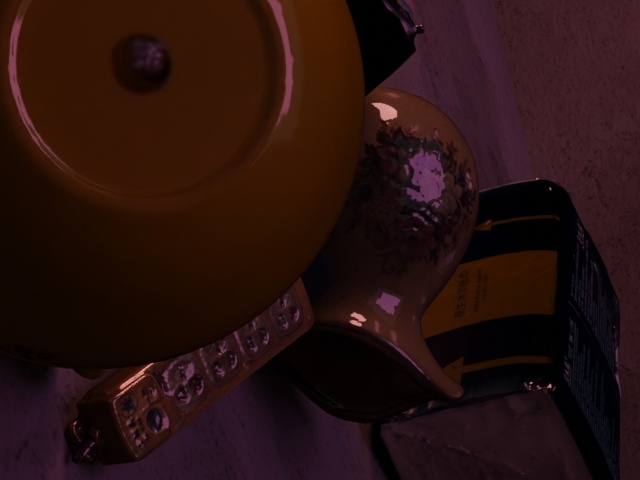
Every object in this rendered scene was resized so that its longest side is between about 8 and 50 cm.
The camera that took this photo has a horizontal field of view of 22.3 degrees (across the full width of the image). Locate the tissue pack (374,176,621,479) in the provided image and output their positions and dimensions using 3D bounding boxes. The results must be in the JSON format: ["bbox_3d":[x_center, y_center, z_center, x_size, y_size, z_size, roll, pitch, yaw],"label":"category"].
[{"bbox_3d":[0.227,0.158,1.987,0.416,0.253,0.264,-80,147,-52],"label":"tissue pack"}]

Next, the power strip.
[{"bbox_3d":[-0.096,0.098,1.307,0.305,0.044,0.064,-35,110,-48],"label":"power strip"}]

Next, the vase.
[{"bbox_3d":[0.000,0.000,1.598,0.329,0.241,0.302,19,67,-34],"label":"vase"}]

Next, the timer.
[{"bbox_3d":[-0.152,-0.090,1.066,0.387,0.376,0.376,-6,-77,70],"label":"timer"}]

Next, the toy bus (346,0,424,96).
[{"bbox_3d":[-0.089,-0.282,1.482,0.386,0.171,0.162,46,15,-11],"label":"toy bus"}]

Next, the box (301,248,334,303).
[{"bbox_3d":[-0.093,-0.002,1.403,0.050,0.160,0.230,29,-25,51],"label":"box"}]
